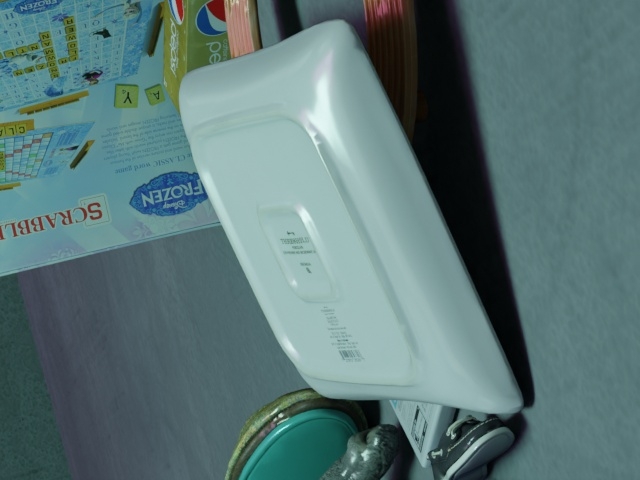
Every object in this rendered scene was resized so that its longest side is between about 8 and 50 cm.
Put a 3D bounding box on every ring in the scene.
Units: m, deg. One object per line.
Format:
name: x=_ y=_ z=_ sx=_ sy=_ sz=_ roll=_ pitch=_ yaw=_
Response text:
ring: x=0.000 y=-0.159 z=1.186 sx=0.336 sy=0.032 sz=0.336 roll=170 pitch=90 yaw=-70

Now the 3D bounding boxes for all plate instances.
plate: x=0.000 y=0.000 z=1.144 sx=0.277 sy=0.045 sz=0.278 roll=-6 pitch=112 yaw=63

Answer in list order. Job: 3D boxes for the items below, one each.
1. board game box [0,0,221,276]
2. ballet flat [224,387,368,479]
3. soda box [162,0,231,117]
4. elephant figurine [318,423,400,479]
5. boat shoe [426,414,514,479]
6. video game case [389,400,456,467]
board game box: x=-0.266 y=-0.136 z=1.559 sx=0.066 sy=0.318 sz=0.318 roll=-176 pitch=73 yaw=-72
ballet flat: x=-0.028 y=0.219 z=1.458 sx=0.348 sy=0.123 sz=0.123 roll=95 pitch=154 yaw=-44
soda box: x=-0.099 y=-0.189 z=1.440 sx=0.181 sy=0.058 sz=0.061 roll=95 pitch=153 yaw=-46
elephant figurine: x=0.012 y=0.279 z=1.345 sx=0.169 sy=0.239 sz=0.186 roll=55 pitch=-177 yaw=12
boat shoe: x=0.098 y=0.139 z=1.124 sx=0.125 sy=0.046 sz=0.038 roll=100 pitch=146 yaw=-68
video game case: x=0.064 y=0.065 z=1.208 sx=0.157 sy=0.019 sz=0.143 roll=98 pitch=152 yaw=-50
